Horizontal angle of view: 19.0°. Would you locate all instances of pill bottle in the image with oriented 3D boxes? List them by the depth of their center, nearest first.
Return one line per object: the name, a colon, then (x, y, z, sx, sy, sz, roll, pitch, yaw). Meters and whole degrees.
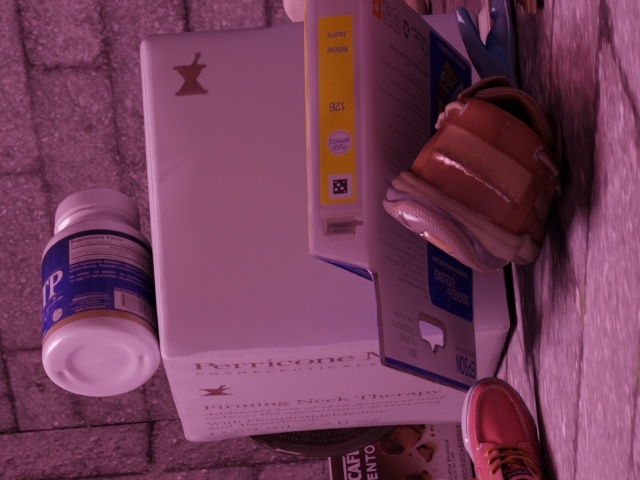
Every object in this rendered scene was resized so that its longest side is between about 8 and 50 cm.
pill bottle: (-0.212, 0.045, 1.838, 0.112, 0.112, 0.186, 88, 176, -49)

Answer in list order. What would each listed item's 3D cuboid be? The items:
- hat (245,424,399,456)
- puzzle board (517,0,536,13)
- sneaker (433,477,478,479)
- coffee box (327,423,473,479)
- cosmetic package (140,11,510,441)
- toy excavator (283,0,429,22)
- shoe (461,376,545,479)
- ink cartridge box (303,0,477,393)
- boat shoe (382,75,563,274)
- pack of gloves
hat: (0.017, 0.105, 2.213, 0.134, 0.331, 0.331, 64, -161, -66)
puzzle board: (0.156, -0.243, 1.461, 0.096, 0.011, 0.128, -96, 2, -75)
sneaker: (0.145, 0.273, 1.841, 0.270, 0.090, 0.145, -104, 10, -60)
coffee box: (0.088, 0.232, 2.284, 0.119, 0.168, 0.297, 87, 179, -56)
cosmetic package: (0.000, 0.000, 1.943, 0.393, 0.329, 0.327, 89, 176, -72)
toy excavator: (0.005, -0.350, 2.149, 0.445, 0.433, 0.222, -44, 44, 50)
shoe: (0.160, 0.191, 1.579, 0.081, 0.063, 0.178, 94, 166, -70)
ink cartridge box: (0.063, -0.035, 1.576, 0.303, 0.072, 0.307, 27, -117, -69)
boat shoe: (0.132, -0.054, 1.401, 0.116, 0.123, 0.324, -60, -2, 9)
pack of gloves: (0.142, -0.122, 1.669, 0.195, 0.046, 0.232, 95, 171, -76)
